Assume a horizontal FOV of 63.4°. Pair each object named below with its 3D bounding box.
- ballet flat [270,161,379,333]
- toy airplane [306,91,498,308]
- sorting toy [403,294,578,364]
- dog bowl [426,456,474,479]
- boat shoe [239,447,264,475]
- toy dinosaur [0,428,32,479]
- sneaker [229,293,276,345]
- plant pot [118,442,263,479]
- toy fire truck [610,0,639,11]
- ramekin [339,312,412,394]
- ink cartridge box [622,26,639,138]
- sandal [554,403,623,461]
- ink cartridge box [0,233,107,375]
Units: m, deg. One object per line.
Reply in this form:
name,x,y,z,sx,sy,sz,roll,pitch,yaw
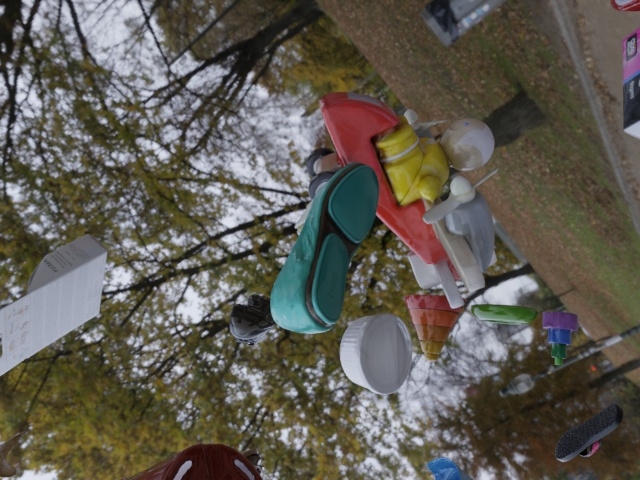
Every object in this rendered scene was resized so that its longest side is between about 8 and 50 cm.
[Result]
ballet flat,0.000,0.000,0.594,0.083,0.087,0.247,52,-139,-30
toy airplane,0.190,-0.079,0.878,0.386,0.272,0.384,55,-162,22
sorting toy,0.337,0.188,1.020,0.127,0.366,0.126,138,139,-74
dog bowl,0.139,0.423,0.721,0.074,0.297,0.166,29,-139,-5
boat shoe,-0.136,0.429,0.958,0.207,0.073,0.073,91,156,-67
toy dinosaur,-0.482,0.317,0.746,0.093,0.053,0.183,26,173,-18
sneaker,-0.152,0.198,1.188,0.101,0.106,0.267,22,-176,5
plant pot,-0.227,0.451,0.778,0.272,0.265,0.272,37,-152,-24
toy fire truck,0.442,-0.411,0.543,0.302,0.170,0.253,-165,71,-72
ramekin,0.184,0.380,1.763,0.273,0.127,0.272,6,-98,-42
ink cartridge box,0.536,-0.281,0.621,0.069,0.371,0.175,19,-113,-14
sandal,0.509,0.372,0.974,0.040,0.179,0.067,33,-141,3
ink cartridge box,-0.477,0.113,0.879,0.066,0.189,0.232,39,-139,14
